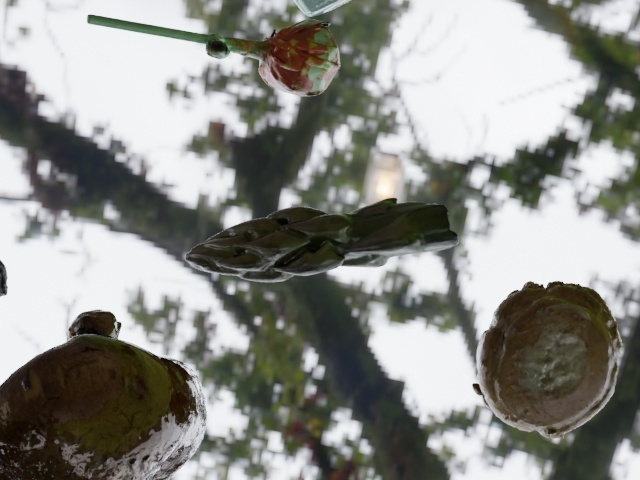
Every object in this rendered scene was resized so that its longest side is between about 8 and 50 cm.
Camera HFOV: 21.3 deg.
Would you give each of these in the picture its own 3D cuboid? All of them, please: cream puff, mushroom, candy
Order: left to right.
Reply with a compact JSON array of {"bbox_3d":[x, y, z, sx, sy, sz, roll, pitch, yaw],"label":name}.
[{"bbox_3d":[-0.184,0.165,1.379,0.138,0.194,0.231,37,-171,23],"label":"mushroom"},{"bbox_3d":[-0.108,-0.212,1.792,0.287,0.084,0.078,9,-174,-27],"label":"candy"},{"bbox_3d":[0.206,0.103,1.546,0.126,0.144,0.103,28,-167,-5],"label":"cream puff"}]

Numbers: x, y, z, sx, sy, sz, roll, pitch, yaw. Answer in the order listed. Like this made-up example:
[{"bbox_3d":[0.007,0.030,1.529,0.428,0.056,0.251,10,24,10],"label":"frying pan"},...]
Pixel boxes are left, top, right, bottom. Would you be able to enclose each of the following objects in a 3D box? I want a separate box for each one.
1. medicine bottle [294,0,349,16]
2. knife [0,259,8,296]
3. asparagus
[{"bbox_3d":[0.074,-0.303,1.648,0.229,0.083,0.121,-22,-154,36],"label":"medicine bottle"},{"bbox_3d":[-0.258,0.017,0.853,0.222,0.046,0.021,-2,-140,-32],"label":"knife"},{"bbox_3d":[0.000,0.000,1.728,0.287,0.080,0.080,-9,-154,12],"label":"asparagus"}]
